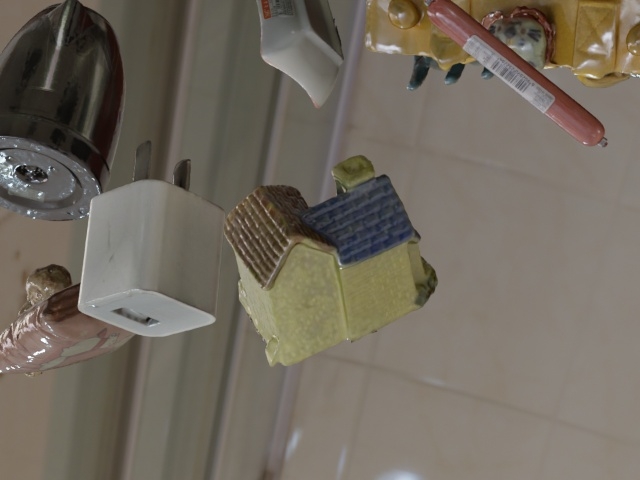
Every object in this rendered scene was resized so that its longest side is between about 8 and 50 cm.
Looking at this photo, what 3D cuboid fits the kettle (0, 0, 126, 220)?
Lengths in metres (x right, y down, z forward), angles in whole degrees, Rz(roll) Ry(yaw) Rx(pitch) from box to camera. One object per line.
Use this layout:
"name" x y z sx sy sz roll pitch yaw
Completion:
"kettle" -0.414 -0.204 2.368 0.228 0.321 0.324 11 -121 1

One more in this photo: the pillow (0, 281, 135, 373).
"pillow" -0.295 0.102 1.865 0.223 0.236 0.084 -15 -106 -36

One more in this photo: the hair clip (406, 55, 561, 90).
"hair clip" 0.266 -0.382 2.321 0.318 0.238 0.392 -6 -163 17

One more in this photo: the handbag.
"handbag" 0.238 -0.313 1.615 0.401 0.283 0.133 12 -165 30

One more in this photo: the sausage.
"sausage" 0.184 -0.160 1.414 0.223 0.029 0.029 39 -152 -1

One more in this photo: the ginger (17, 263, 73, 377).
"ginger" -0.455 0.127 2.464 0.080 0.204 0.104 27 -142 18

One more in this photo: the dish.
"dish" -0.031 -0.317 2.192 0.151 0.077 0.212 39 -152 -44

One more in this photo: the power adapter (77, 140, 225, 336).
"power adapter" -0.184 -0.011 1.680 0.125 0.205 0.130 -17 149 39

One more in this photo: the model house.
"model house" 0.000 0.000 2.423 0.321 0.266 0.261 -24 -138 -12
